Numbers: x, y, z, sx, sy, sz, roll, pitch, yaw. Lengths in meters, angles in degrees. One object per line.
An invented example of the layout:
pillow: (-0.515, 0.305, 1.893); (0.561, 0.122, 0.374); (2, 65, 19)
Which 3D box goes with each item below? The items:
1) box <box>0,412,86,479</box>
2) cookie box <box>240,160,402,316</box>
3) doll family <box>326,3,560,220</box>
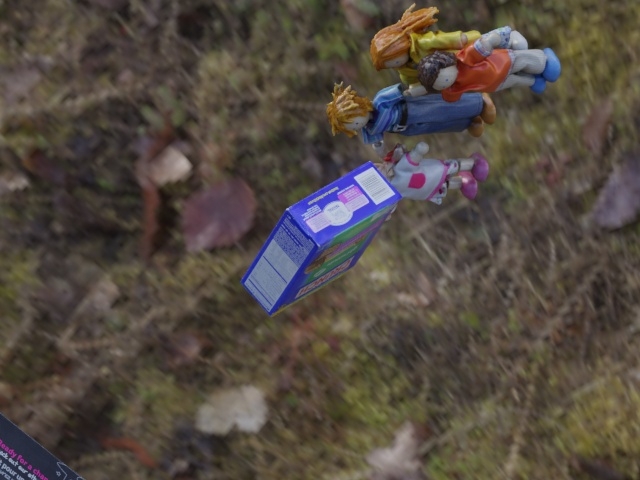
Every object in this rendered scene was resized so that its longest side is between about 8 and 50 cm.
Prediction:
box: (-0.349, 0.252, 1.615); (0.247, 0.163, 0.142); (-31, 25, 43)
cookie box: (0.000, 0.000, 1.377); (0.092, 0.107, 0.040); (-30, 75, -35)
doll family: (0.097, -0.137, 1.758); (0.163, 0.263, 0.118); (-3, 54, -27)
